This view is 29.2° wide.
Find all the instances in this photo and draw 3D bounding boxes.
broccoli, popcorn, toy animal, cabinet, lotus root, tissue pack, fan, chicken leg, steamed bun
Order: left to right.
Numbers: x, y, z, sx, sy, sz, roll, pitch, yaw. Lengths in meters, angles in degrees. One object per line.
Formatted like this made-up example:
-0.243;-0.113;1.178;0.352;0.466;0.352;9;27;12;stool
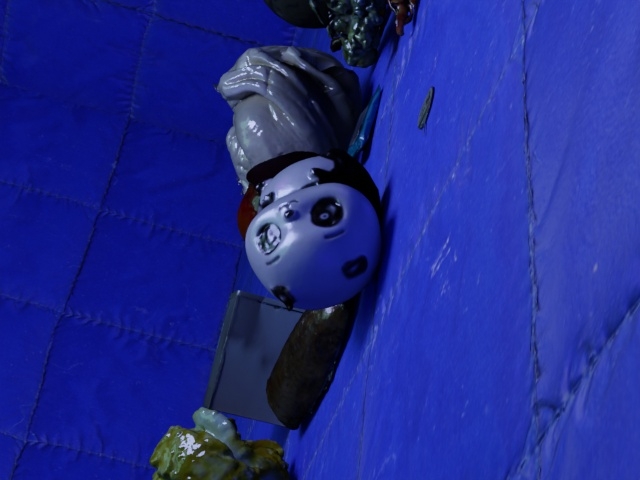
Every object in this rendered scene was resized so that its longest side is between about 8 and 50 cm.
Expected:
-0.150;0.363;1.853;0.183;0.221;0.204;-53;14;-3;popcorn
-0.106;0.206;2.129;0.150;0.145;0.206;154;130;-79;cabinet
-0.039;-0.221;2.156;0.206;0.275;0.319;-29;66;37;steamed bun
-0.021;0.162;1.850;0.329;0.078;0.167;113;168;-47;lotus root
-0.004;-0.008;1.686;0.187;0.165;0.235;-26;21;17;toy animal
0.076;-0.399;2.263;0.048;0.089;0.219;-31;-16;-26;chicken leg
0.073;-0.369;2.080;0.198;0.177;0.274;-110;5;-45;broccoli
0.073;-0.186;2.052;0.085;0.028;0.138;128;161;-64;tissue pack
0.139;-0.171;1.602;0.080;0.003;0.060;-99;24;-73;fan

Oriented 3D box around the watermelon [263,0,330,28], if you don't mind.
0.007;-0.559;2.313;0.359;0.279;0.278;115;167;-53;watermelon

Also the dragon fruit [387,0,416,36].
0.119;-0.408;1.928;0.094;0.094;0.190;135;140;-76;dragon fruit

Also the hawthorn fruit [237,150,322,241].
-0.045;-0.028;2.002;0.251;0.190;0.189;109;173;-57;hawthorn fruit
